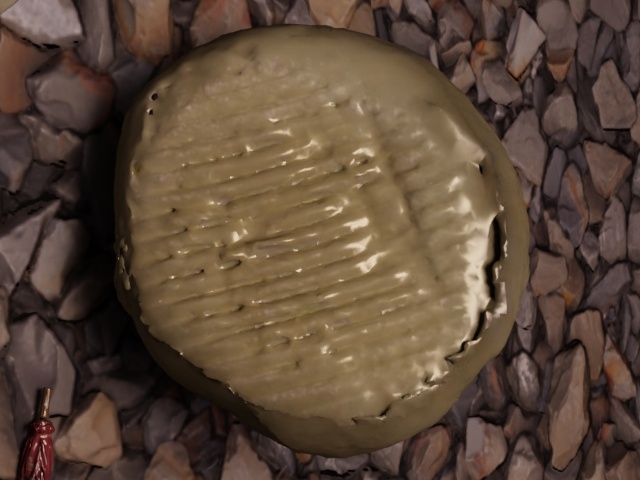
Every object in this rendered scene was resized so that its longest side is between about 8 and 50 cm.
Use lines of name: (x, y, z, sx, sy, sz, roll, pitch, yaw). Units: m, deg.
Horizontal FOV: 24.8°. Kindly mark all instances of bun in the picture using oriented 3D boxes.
bun: (0.000, 0.000, 1.205, 0.211, 0.360, 0.359, 88, 7, -84)

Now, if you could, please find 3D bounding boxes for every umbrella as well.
umbrella: (-0.227, 0.198, 1.145, 0.027, 0.025, 0.165, 18, 79, -62)

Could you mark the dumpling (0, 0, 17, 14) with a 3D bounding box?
dumpling: (-0.272, -0.212, 1.044, 0.199, 0.118, 0.136, -20, 123, -22)
